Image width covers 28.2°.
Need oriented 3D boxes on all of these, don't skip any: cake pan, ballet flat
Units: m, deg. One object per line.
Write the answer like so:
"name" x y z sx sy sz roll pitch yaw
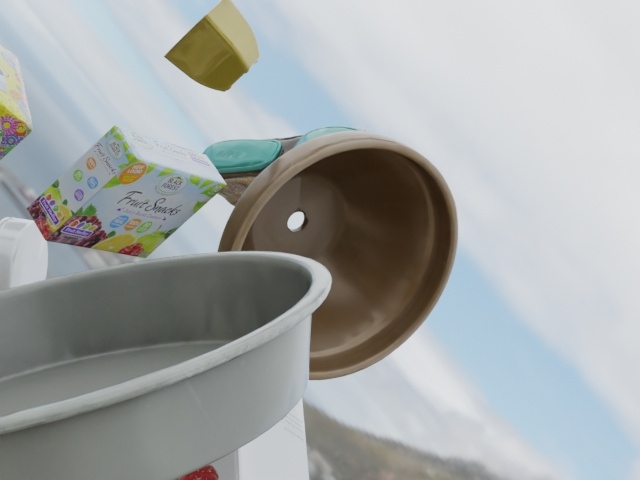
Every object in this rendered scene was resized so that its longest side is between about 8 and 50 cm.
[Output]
"cake pan" -0.133 0.069 0.629 0.293 0.293 0.054 -147 -136 -75
"ballet flat" -0.024 -0.088 1.699 0.316 0.107 0.106 4 -38 42

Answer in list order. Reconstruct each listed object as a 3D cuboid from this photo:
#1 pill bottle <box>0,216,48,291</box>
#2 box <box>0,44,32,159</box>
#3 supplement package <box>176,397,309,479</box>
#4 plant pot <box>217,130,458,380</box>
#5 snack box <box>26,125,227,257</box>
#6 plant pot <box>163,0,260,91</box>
"pill bottle" -0.361 0.015 1.137 0.216 0.121 0.121 8 -13 8
"box" -0.497 -0.147 1.275 0.290 0.279 0.177 41 13 -36
"supplement package" -0.121 0.285 1.370 0.175 0.177 0.293 42 36 -56
"plant pot" 0.000 0.000 1.172 0.110 0.237 0.237 42 -10 51
"snack box" -0.150 -0.035 1.012 0.037 0.100 0.141 54 16 20
"plant pot" -0.122 -0.228 1.533 0.083 0.081 0.081 47 31 -10
